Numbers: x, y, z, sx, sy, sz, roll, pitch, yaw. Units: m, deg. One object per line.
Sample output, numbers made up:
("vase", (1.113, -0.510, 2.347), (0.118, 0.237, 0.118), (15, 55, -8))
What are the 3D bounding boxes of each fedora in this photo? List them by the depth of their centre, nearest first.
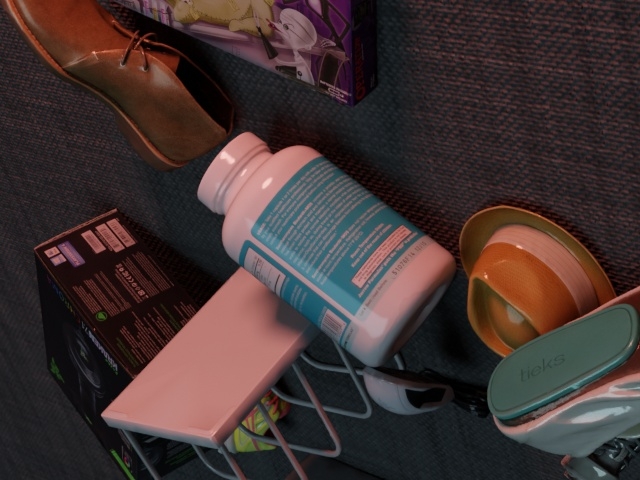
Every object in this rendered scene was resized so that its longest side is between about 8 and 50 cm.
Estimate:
("fedora", (0.199, 0.061, 1.423), (0.194, 0.079, 0.194), (28, 142, 25))

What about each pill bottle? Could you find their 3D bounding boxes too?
("pill bottle", (0.000, 0.000, 1.515), (0.264, 0.146, 0.146), (38, 145, 12))

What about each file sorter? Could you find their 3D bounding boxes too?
("file sorter", (-0.063, 0.174, 1.654), (0.192, 0.278, 0.173), (3, 132, 45))

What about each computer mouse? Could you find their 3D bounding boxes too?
("computer mouse", (0.103, 0.166, 1.570), (0.106, 0.193, 0.042), (19, 93, 35))

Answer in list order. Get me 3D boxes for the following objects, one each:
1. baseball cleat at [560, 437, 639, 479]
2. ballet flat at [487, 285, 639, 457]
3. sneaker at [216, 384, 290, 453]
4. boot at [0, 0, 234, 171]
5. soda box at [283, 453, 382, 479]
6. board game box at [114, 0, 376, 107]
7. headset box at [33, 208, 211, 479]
("baseball cleat", (0.305, 0.193, 1.417), (0.072, 0.109, 0.206), (34, 150, -1))
("ballet flat", (0.323, 0.092, 1.271), (0.400, 0.139, 0.139), (-33, 99, 41))
("sneaker", (-0.083, 0.193, 1.883), (0.094, 0.081, 0.209), (7, 129, 3))
("boot", (-0.211, -0.204, 1.559), (0.115, 0.112, 0.305), (-18, 129, 40))
("soda box", (0.076, 0.373, 1.861), (0.286, 0.098, 0.091), (16, 135, 37))
("board game box", (-0.097, -0.280, 1.424), (0.346, 0.056, 0.208), (26, 137, 27))
("headset box", (-0.253, 0.151, 1.908), (0.246, 0.131, 0.283), (48, 151, 29))
